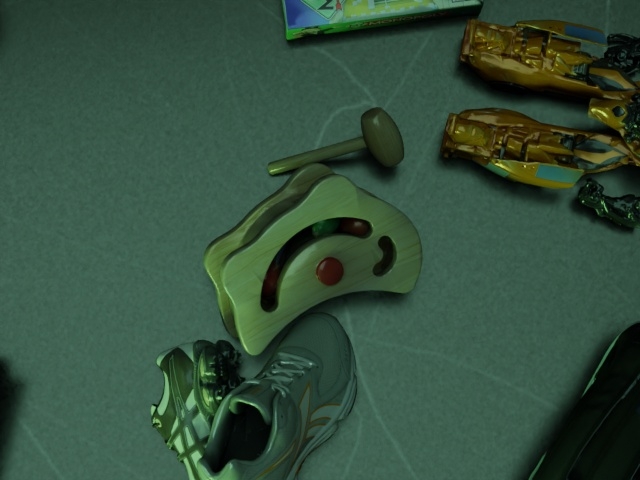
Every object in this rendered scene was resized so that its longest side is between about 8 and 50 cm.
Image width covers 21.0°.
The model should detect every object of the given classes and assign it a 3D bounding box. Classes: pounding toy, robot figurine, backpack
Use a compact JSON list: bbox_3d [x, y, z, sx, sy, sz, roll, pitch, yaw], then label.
[{"bbox_3d":[0.000,0.000,1.792,0.269,0.155,0.154,-40,112,-6],"label":"pounding toy"},{"bbox_3d":[0.281,-0.131,1.809,0.291,0.085,0.211,11,83,1],"label":"robot figurine"},{"bbox_3d":[0.330,0.228,1.690,0.191,0.225,0.253,43,82,-26],"label":"backpack"}]

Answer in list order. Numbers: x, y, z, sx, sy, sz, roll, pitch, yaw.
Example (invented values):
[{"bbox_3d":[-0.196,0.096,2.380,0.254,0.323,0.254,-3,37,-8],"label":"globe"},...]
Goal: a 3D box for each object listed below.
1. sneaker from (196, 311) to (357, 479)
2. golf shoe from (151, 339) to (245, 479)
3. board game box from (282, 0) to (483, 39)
[{"bbox_3d":[-0.041,0.163,1.708,0.099,0.121,0.262,9,53,22],"label":"sneaker"},{"bbox_3d":[-0.126,0.201,1.776,0.094,0.077,0.198,-2,88,26],"label":"golf shoe"},{"bbox_3d":[0.047,-0.386,1.862,0.213,0.046,0.317,-8,82,-2],"label":"board game box"}]
